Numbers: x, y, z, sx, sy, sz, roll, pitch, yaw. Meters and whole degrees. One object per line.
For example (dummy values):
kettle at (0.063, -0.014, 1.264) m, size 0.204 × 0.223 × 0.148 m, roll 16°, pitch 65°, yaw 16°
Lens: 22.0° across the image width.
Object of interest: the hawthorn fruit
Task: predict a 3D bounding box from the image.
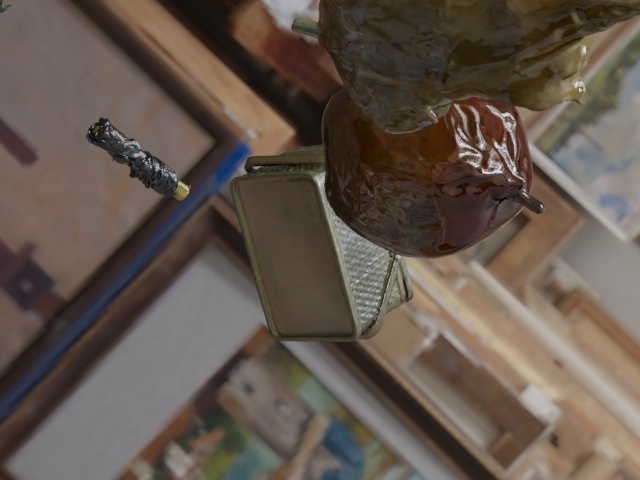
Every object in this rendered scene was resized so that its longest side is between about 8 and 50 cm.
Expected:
hawthorn fruit at (0.123, -0.077, 1.603) m, size 0.208 × 0.248 × 0.208 m, roll -15°, pitch 114°, yaw -38°

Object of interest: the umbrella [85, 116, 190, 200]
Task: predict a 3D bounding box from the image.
umbrella at (-0.210, -0.090, 1.911) m, size 0.144 × 0.037 × 0.040 m, roll 37°, pitch 81°, yaw -31°

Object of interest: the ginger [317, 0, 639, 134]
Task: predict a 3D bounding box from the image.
ginger at (0.116, -0.174, 1.107) m, size 0.270 × 0.219 × 0.123 m, roll -14°, pitch -148°, yaw 31°

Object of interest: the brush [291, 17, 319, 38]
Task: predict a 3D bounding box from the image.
brush at (0.065, -0.141, 1.244) m, size 0.033 × 0.178 × 0.030 m, roll -72°, pitch 170°, yaw -64°

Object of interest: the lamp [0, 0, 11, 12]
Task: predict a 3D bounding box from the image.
lamp at (-0.415, -0.187, 1.484) m, size 0.284 × 0.250 × 0.250 m, roll -15°, pitch 154°, yaw -14°

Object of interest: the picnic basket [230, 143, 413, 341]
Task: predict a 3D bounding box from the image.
picnic basket at (0.000, 0.000, 2.227) m, size 0.165 × 0.267 × 0.139 m, roll -3°, pitch -161°, yaw 40°
